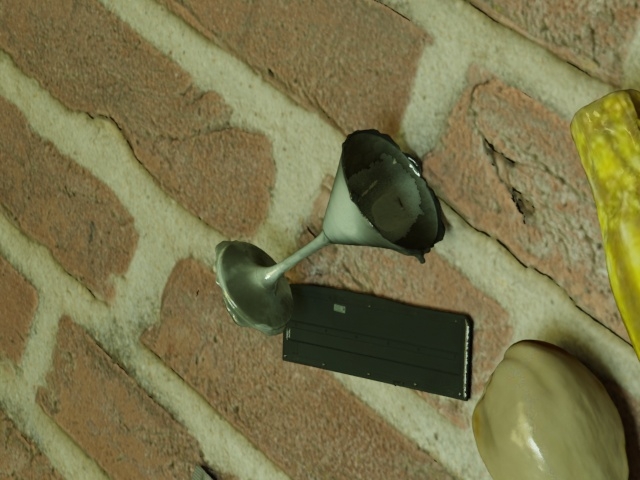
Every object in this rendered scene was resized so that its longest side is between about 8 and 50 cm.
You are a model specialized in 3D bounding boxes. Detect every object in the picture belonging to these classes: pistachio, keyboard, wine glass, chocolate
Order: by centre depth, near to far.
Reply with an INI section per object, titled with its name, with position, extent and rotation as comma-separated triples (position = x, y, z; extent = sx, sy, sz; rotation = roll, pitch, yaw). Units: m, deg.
[chocolate]
position = 0.347, 0.066, 1.601
extent = 0.162, 0.162, 0.445
rotation = -36, 69, 40
[pistachio]
position = 0.229, 0.201, 1.748
extent = 0.144, 0.144, 0.215
rotation = -26, 87, 42
[wine glass]
position = 0.000, 0.000, 1.913
extent = 0.232, 0.156, 0.156
rotation = -34, 71, 34
[keyboard]
position = 0.016, 0.106, 2.009
extent = 0.381, 0.041, 0.103
rotation = 8, 100, 36

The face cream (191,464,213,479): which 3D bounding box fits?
[face cream]
position = -0.077, 0.399, 2.106
extent = 0.314, 0.089, 0.143
rotation = 34, 117, 48
